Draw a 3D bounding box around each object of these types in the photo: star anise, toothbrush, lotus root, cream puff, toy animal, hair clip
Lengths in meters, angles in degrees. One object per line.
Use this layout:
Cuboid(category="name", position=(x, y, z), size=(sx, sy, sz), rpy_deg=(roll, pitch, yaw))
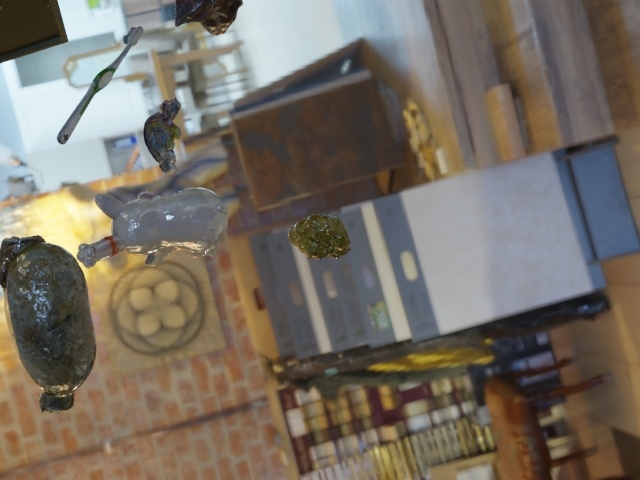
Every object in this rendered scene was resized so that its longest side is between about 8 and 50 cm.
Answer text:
Cuboid(category="star anise", position=(-0.178, -0.522, 1.705), size=(0.315, 0.108, 0.315), rpy_deg=(-61, -8, -15))
Cuboid(category="toothbrush", position=(-0.415, -0.298, 1.753), size=(0.030, 0.030, 0.304), rpy_deg=(90, -158, -59))
Cuboid(category="lotus root", position=(-0.507, 0.155, 1.754), size=(0.175, 0.175, 0.350), rpy_deg=(-160, 58, -80))
Cuboid(category="cream puff", position=(0.000, 0.000, 2.342), size=(0.146, 0.146, 0.116), rpy_deg=(104, 146, -73))
Cuboid(category="toy animal", position=(-0.312, -0.026, 1.684), size=(0.138, 0.282, 0.141), rpy_deg=(158, 102, -68))
Cuboid(category="hair clip", position=(-0.352, -0.239, 2.088), size=(0.116, 0.049, 0.172), rpy_deg=(47, 133, 30))

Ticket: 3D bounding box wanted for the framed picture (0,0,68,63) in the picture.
Cuboid(category="framed picture", position=(-0.706, -0.490, 1.900), size=(0.028, 0.326, 0.446), rpy_deg=(63, 164, 17))
